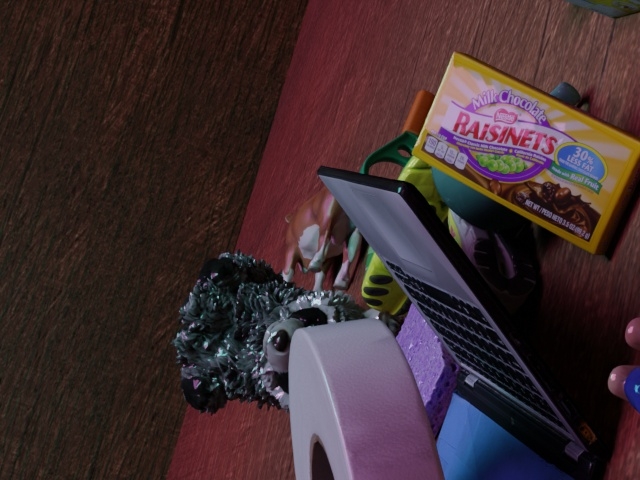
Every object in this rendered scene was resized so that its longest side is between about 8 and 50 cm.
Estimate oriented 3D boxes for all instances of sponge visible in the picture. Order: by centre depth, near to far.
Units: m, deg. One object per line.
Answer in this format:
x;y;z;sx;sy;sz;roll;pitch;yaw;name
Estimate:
0.115;0.135;1.495;0.210;0.031;0.117;-94;25;-64;sponge

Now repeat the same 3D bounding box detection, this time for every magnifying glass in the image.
0.117;-0.125;1.842;0.026;0.092;0.231;115;179;-51;magnifying glass

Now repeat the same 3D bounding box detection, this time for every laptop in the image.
0.065;0.168;1.173;0.236;0.408;0.382;-38;10;-5;laptop

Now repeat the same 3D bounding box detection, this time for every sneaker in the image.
0.159;0.021;1.348;0.208;0.082;0.094;-84;10;-57;sneaker
0.117;-0.041;1.581;0.123;0.110;0.295;-88;19;-46;sneaker

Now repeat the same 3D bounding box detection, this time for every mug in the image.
0.185;-0.078;1.302;0.097;0.158;0.129;127;132;-63;mug

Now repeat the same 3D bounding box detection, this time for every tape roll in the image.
0.042;0.259;1.107;0.392;0.072;0.391;171;90;-81;tape roll

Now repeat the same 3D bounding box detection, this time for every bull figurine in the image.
0.000;0.000;2.152;0.310;0.101;0.188;128;155;-67;bull figurine

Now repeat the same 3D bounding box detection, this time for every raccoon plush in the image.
0.010;0.130;1.855;0.446;0.299;0.216;-16;-66;-64;raccoon plush

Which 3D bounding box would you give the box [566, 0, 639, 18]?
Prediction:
0.260;-0.245;1.218;0.179;0.105;0.043;-153;81;-79;box

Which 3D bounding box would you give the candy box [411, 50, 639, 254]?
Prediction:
0.181;-0.079;1.175;0.027;0.206;0.105;2;-66;-55;candy box

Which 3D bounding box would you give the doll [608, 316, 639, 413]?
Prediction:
0.245;0.089;0.868;0.189;0.046;0.129;-143;71;-80;doll
